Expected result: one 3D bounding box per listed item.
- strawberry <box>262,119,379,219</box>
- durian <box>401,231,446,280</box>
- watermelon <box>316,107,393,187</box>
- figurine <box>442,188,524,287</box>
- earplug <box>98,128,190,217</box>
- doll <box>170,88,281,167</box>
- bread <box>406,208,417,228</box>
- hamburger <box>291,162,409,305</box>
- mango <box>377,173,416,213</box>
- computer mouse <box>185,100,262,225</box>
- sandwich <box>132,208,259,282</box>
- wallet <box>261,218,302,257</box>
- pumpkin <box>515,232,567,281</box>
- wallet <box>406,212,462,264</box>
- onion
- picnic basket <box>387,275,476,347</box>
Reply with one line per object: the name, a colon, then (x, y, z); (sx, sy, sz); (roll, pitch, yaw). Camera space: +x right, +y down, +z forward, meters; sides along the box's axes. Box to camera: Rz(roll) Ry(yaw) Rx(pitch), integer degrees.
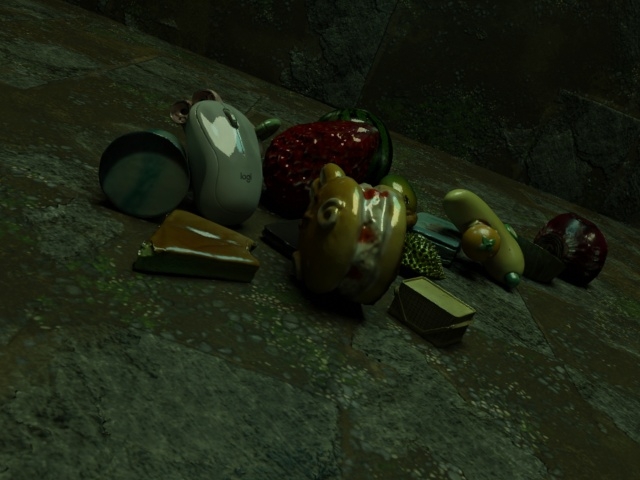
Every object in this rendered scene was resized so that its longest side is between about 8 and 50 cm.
strawberry: (-0.010, -0.214, 1.833); (0.292, 0.309, 0.291); (19, 24, -9)
durian: (0.230, 0.023, 1.763); (0.221, 0.095, 0.137); (25, 1, 44)
watermelon: (0.094, -0.292, 2.209); (0.285, 0.285, 0.285); (20, 19, -7)
figurine: (0.464, -0.008, 1.941); (0.324, 0.124, 0.222); (49, 27, -13)
earplug: (-0.384, -0.182, 1.549); (0.185, 0.184, 0.324); (18, 14, -13)
doll: (-0.253, -0.273, 1.790); (0.268, 0.284, 0.216); (-24, 92, -77)
bread: (0.186, -0.061, 1.940); (0.194, 0.063, 0.193); (2, 14, 0)
hamburger: (0.052, -0.025, 1.419); (0.187, 0.261, 0.302); (18, 57, -14)
mango: (0.246, -0.136, 2.166); (0.156, 0.114, 0.251); (56, 10, 2)
computer mouse: (-0.215, -0.183, 1.555); (0.184, 0.296, 0.121); (6, -10, -43)
sandwich: (-0.223, 0.024, 1.319); (0.212, 0.063, 0.245); (22, 20, -4)
wallet: (0.000, 0.000, 1.662); (0.165, 0.042, 0.310); (34, 23, 27)
pumpkin: (0.679, 0.061, 2.179); (0.218, 0.110, 0.217); (26, 7, -4)
wallet: (0.339, -0.010, 2.025); (0.176, 0.074, 0.250); (22, 20, 11)
onion: (0.875, 0.026, 2.310); (0.216, 0.206, 0.207); (7, 24, -36)
picnic basket: (0.240, 0.152, 1.459); (0.164, 0.079, 0.115); (35, 21, 31)
